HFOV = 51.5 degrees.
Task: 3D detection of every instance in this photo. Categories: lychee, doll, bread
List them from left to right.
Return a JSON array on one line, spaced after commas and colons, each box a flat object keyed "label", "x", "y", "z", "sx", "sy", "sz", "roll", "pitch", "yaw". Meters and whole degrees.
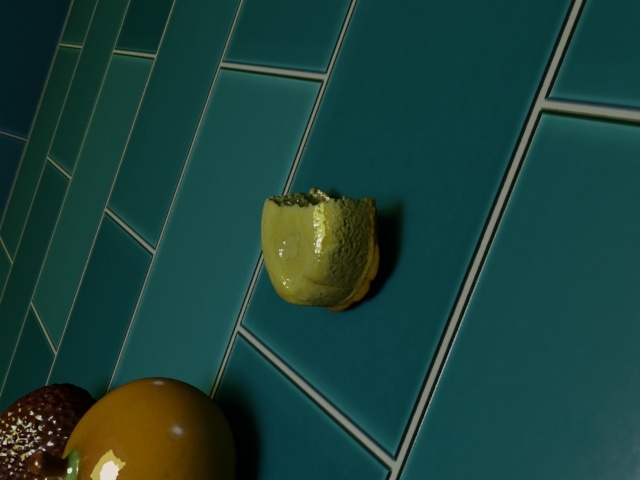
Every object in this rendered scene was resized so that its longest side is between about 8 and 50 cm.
[{"label": "lychee", "x": -0.428, "y": 0.318, "z": 1.059, "sx": 0.194, "sy": 0.195, "sz": 0.194, "roll": -25, "pitch": 57, "yaw": 47}, {"label": "doll", "x": -0.213, "y": 0.256, "z": 0.731, "sx": 0.214, "sy": 0.236, "sz": 0.213, "roll": -17, "pitch": 66, "yaw": 44}, {"label": "bread", "x": -0.003, "y": 0.010, "z": 0.679, "sx": 0.156, "sy": 0.086, "sz": 0.125, "roll": 17, "pitch": 100, "yaw": 58}]
